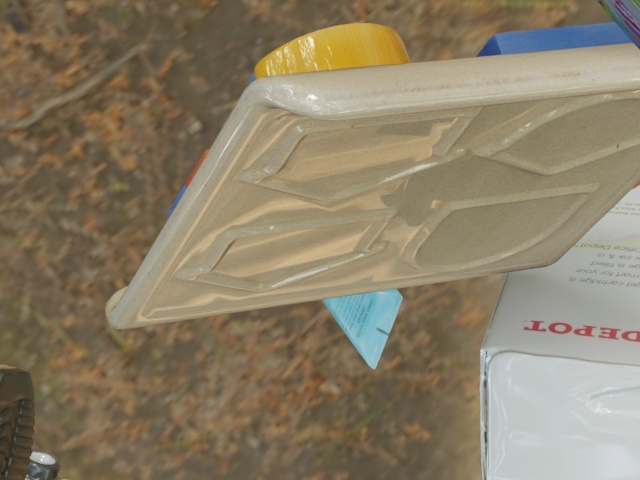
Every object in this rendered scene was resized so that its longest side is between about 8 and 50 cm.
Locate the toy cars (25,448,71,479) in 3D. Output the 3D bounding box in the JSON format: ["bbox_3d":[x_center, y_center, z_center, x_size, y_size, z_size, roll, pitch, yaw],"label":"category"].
[{"bbox_3d":[-0.227,0.295,1.474,0.176,0.087,0.393,-31,96,9],"label":"toy cars"}]

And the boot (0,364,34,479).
[{"bbox_3d":[-0.274,0.160,1.239,0.137,0.077,0.198,19,91,25],"label":"boot"}]

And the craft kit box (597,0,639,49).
[{"bbox_3d":[0.094,-0.108,0.583,0.061,0.250,0.246,-44,79,9],"label":"craft kit box"}]

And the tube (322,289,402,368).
[{"bbox_3d":[0.000,0.000,1.470,0.207,0.052,0.080,55,148,34],"label":"tube"}]

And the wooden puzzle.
[{"bbox_3d":[0.058,-0.050,1.130,0.348,0.322,0.080,135,124,-60],"label":"wooden puzzle"}]

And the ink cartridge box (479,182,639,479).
[{"bbox_3d":[0.251,0.059,1.395,0.226,0.306,0.131,6,123,15],"label":"ink cartridge box"}]
